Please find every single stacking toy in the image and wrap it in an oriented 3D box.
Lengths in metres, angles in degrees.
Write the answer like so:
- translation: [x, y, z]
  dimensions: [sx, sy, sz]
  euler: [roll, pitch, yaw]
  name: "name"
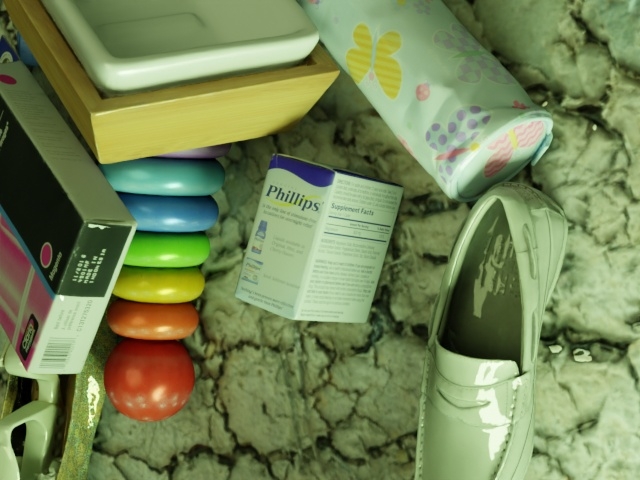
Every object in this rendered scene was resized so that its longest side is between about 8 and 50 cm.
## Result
- translation: [-0.155, 0.013, 1.415]
  dimensions: [0.141, 0.141, 0.330]
  euler: [5, 96, 30]
  name: "stacking toy"

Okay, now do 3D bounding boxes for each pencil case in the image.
- translation: [0.085, -0.162, 1.286]
  dimensions: [0.273, 0.124, 0.113]
  euler: [53, 128, 22]
  name: "pencil case"

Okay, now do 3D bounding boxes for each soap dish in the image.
- translation: [-0.152, -0.194, 1.304]
  dimensions: [0.291, 0.229, 0.118]
  euler: [54, 146, 39]
  name: "soap dish"

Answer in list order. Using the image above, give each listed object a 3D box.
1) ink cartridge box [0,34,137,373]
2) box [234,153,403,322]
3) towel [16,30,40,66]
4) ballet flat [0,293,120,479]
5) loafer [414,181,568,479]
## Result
- translation: [-0.302, -0.048, 1.449]
  dimensions: [0.371, 0.069, 0.175]
  euler: [51, 126, 44]
  name: "ink cartridge box"
- translation: [0.000, 0.000, 1.318]
  dimensions: [0.072, 0.126, 0.137]
  euler: [19, 95, 31]
  name: "box"
- translation: [-0.172, -0.288, 1.486]
  dimensions: [0.336, 0.040, 0.243]
  euler: [8, 91, 30]
  name: "towel"
- translation: [-0.281, 0.160, 1.474]
  dimensions: [0.123, 0.123, 0.348]
  euler: [10, 91, 30]
  name: "ballet flat"
- translation: [0.132, 0.107, 1.242]
  dimensions: [0.112, 0.111, 0.319]
  euler: [10, 92, 30]
  name: "loafer"
